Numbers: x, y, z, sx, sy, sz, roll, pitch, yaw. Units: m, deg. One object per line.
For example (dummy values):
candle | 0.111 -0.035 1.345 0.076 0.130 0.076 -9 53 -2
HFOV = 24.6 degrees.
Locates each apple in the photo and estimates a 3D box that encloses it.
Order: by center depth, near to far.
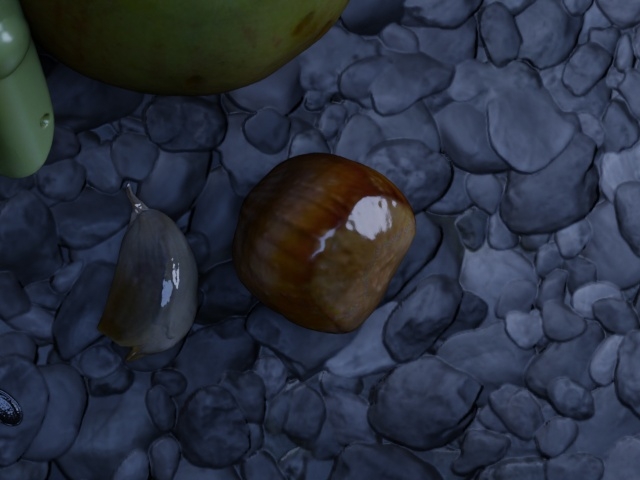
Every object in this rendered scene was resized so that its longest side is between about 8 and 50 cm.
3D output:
apple | -0.126 -0.278 1.148 0.339 0.305 0.338 0 91 -6

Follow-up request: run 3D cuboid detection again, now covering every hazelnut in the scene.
hazelnut | 0.000 0.000 1.262 0.150 0.150 0.150 0 90 -7

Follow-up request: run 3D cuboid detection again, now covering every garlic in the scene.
garlic | -0.143 0.033 1.266 0.084 0.066 0.152 13 91 -5

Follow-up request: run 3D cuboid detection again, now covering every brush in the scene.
brush | -0.291 0.130 1.277 0.024 0.008 0.083 -42 95 -2

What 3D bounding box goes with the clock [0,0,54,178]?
clock | -0.344 -0.058 1.034 0.117 0.286 0.348 23 60 21
